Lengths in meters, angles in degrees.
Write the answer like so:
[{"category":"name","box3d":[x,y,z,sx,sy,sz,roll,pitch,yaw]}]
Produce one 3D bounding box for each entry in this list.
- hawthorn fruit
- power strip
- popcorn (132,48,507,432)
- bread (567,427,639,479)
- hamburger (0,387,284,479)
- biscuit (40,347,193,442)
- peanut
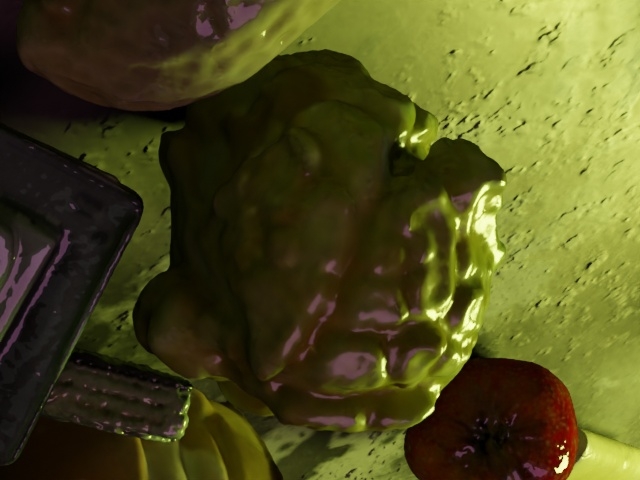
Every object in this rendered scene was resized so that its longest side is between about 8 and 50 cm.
[{"category":"hawthorn fruit","box3d":[0.165,0.186,1.540,0.163,0.162,0.203,-29,167,4]},{"category":"power strip","box3d":[-0.229,0.025,0.923,0.198,0.064,0.213,25,109,-12]},{"category":"popcorn","box3d":[0.000,0.000,1.007,0.195,0.256,0.255,-3,152,-48]},{"category":"bread","box3d":[0.269,0.257,1.782,0.139,0.060,0.178,-37,148,18]},{"category":"hamburger","box3d":[-0.181,0.223,1.206,0.237,0.276,0.276,13,132,-33]},{"category":"biscuit","box3d":[-0.209,0.082,1.058,0.252,0.052,0.150,16,176,-9]},{"category":"peanut","box3d":[-0.028,-0.176,0.838,0.313,0.152,0.152,-40,147,17]}]
